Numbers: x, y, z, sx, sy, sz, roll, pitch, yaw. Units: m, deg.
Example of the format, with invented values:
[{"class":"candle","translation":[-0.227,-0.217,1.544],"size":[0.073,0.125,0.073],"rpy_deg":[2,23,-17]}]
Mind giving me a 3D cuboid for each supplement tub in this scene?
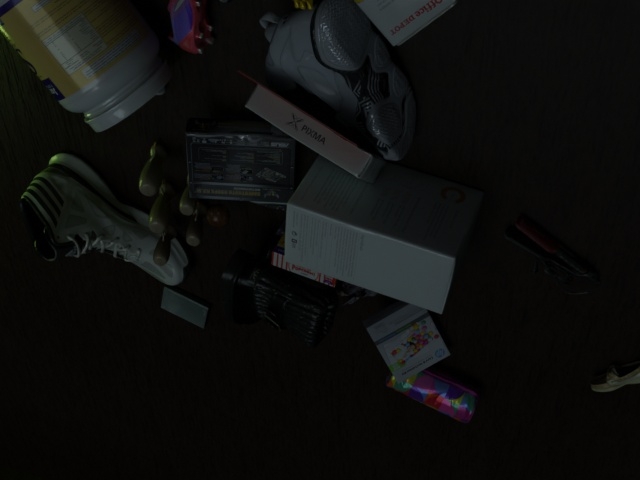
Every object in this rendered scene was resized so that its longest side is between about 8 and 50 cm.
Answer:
[{"class":"supplement tub","translation":[-0.472,-0.406,1.753],"size":[0.241,0.241,0.331],"rpy_deg":[-17,119,39]}]

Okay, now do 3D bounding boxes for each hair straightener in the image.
[{"class":"hair straightener","translation":[0.469,0.040,1.807],"size":[0.230,0.047,0.089],"rpy_deg":[32,138,-8]}]

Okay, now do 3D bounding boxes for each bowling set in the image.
[{"class":"bowling set","translation":[-0.303,-0.077,2.068],"size":[0.199,0.154,0.287],"rpy_deg":[4,133,1]}]

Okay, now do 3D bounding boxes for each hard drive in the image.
[{"class":"hard drive","translation":[-0.364,0.177,2.399],"size":[0.135,0.022,0.094],"rpy_deg":[25,137,5]}]

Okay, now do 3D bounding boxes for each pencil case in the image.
[{"class":"pencil case","translation":[0.273,0.356,2.164],"size":[0.236,0.104,0.104],"rpy_deg":[25,137,4]}]

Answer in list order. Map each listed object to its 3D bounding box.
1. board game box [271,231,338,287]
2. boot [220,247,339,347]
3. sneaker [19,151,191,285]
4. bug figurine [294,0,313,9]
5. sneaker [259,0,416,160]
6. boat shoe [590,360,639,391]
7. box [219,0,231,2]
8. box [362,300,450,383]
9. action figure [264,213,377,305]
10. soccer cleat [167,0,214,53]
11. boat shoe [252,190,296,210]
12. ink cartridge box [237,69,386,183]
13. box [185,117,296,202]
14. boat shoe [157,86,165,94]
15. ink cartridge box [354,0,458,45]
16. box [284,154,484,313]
[{"class":"board game box","translation":[0.000,0.000,1.908],"size":[0.146,0.193,0.045],"rpy_deg":[19,136,11]},{"class":"boot","translation":[-0.092,0.161,2.083],"size":[0.260,0.131,0.348],"rpy_deg":[25,164,8]},{"class":"sneaker","translation":[-0.545,0.013,2.172],"size":[0.447,0.257,0.169],"rpy_deg":[40,136,-11]},{"class":"bug figurine","translation":[-0.017,-0.514,1.427],"size":[0.216,0.072,0.279],"rpy_deg":[14,110,40]},{"class":"sneaker","translation":[0.033,-0.299,1.663],"size":[0.210,0.137,0.366],"rpy_deg":[8,146,40]},{"class":"boat shoe","translation":[0.650,0.292,1.936],"size":[0.135,0.050,0.045],"rpy_deg":[-23,113,30]},{"class":"box","translation":[-0.107,-0.651,1.137],"size":[0.471,0.297,0.480],"rpy_deg":[-39,108,10]},{"class":"box","translation":[0.201,0.227,2.068],"size":[0.145,0.038,0.186],"rpy_deg":[-29,119,0]},{"class":"action figure","translation":[0.023,0.048,2.019],"size":[0.285,0.099,0.185],"rpy_deg":[30,130,-6]},{"class":"soccer cleat","translation":[-0.254,-0.470,1.697],"size":[0.095,0.083,0.248],"rpy_deg":[23,140,15]},{"class":"boat shoe","translation":[-0.105,-0.089,1.991],"size":[0.142,0.049,0.040],"rpy_deg":[8,133,20]},{"class":"ink cartridge box","translation":[-0.023,-0.209,1.676],"size":[0.275,0.239,0.060],"rpy_deg":[34,99,15]},{"class":"box","translation":[-0.167,-0.168,1.889],"size":[0.231,0.056,0.183],"rpy_deg":[3,135,-1]},{"class":"boat shoe","translation":[-0.380,-0.333,1.928],"size":[0.100,0.035,0.035],"rpy_deg":[14,162,12]},{"class":"ink cartridge box","translation":[0.122,-0.457,1.489],"size":[0.212,0.093,0.154],"rpy_deg":[47,135,-14]},{"class":"box","translation":[0.126,-0.029,1.798],"size":[0.345,0.215,0.168],"rpy_deg":[19,136,13]}]
